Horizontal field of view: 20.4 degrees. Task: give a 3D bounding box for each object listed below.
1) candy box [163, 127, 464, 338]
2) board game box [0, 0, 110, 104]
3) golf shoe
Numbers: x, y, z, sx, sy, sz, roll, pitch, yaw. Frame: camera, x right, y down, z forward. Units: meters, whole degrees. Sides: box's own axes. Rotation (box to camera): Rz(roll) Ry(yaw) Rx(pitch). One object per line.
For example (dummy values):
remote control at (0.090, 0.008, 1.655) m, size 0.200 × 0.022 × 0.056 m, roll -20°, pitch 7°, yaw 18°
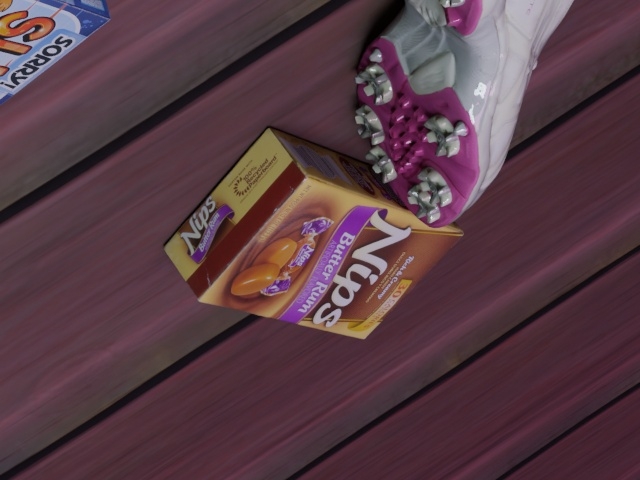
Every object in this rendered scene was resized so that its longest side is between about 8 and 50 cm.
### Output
candy box at (0.000, 0.000, 1.161) m, size 0.109 × 0.053 × 0.187 m, roll -48°, pitch 148°, yaw 18°
board game box at (-0.213, -0.077, 0.809) m, size 0.201 × 0.035 × 0.136 m, roll -33°, pitch 153°, yaw 30°
golf shoe at (0.102, -0.125, 1.041) m, size 0.140 × 0.115 × 0.306 m, roll -28°, pitch 151°, yaw -24°
